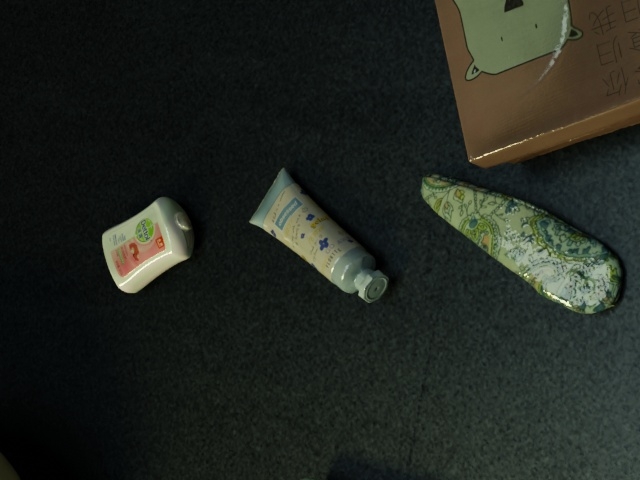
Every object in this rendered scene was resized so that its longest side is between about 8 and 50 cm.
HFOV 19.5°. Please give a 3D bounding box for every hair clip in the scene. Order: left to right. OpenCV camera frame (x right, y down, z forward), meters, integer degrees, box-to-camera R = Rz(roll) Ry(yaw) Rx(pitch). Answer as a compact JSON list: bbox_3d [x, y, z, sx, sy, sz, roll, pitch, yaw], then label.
[{"bbox_3d":[0.169,-0.006,1.642,0.229,0.036,0.066,33,98,34],"label":"hair clip"}]

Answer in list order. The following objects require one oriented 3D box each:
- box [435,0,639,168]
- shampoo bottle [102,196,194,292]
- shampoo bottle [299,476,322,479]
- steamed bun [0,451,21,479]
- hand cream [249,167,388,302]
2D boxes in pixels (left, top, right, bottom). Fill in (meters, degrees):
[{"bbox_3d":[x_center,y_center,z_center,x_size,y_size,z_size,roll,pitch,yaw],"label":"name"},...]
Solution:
[{"bbox_3d":[0.215,-0.191,1.598,0.215,0.086,0.215,-20,74,33],"label":"box"},{"bbox_3d":[-0.170,0.002,1.885,0.099,0.043,0.072,-31,68,30],"label":"shampoo bottle"},{"bbox_3d":[0.058,0.261,1.681,0.195,0.056,0.056,11,92,37],"label":"shampoo bottle"},{"bbox_3d":[-0.431,0.347,1.915,0.374,0.241,0.374,-3,85,31],"label":"steamed bun"},{"bbox_3d":[0.000,0.000,1.763,0.171,0.043,0.065,41,103,37],"label":"hand cream"}]
